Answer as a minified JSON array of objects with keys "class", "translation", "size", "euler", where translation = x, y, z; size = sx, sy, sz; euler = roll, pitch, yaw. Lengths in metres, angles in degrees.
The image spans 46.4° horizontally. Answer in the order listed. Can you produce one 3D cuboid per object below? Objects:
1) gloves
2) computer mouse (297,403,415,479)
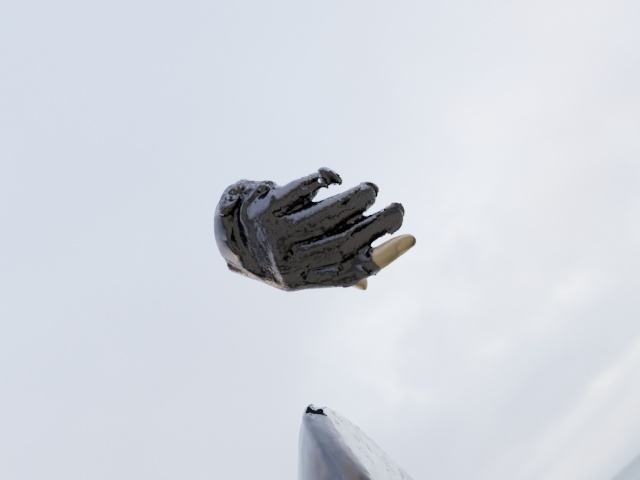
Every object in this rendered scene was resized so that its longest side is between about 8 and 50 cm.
[{"class":"gloves","translation":[-0.001,-0.001,0.723],"size":[0.106,0.181,0.129],"euler":[-40,-50,-63]},{"class":"computer mouse","translation":[0.064,0.200,0.367],"size":[0.088,0.264,0.147],"euler":[-47,-5,1]}]
